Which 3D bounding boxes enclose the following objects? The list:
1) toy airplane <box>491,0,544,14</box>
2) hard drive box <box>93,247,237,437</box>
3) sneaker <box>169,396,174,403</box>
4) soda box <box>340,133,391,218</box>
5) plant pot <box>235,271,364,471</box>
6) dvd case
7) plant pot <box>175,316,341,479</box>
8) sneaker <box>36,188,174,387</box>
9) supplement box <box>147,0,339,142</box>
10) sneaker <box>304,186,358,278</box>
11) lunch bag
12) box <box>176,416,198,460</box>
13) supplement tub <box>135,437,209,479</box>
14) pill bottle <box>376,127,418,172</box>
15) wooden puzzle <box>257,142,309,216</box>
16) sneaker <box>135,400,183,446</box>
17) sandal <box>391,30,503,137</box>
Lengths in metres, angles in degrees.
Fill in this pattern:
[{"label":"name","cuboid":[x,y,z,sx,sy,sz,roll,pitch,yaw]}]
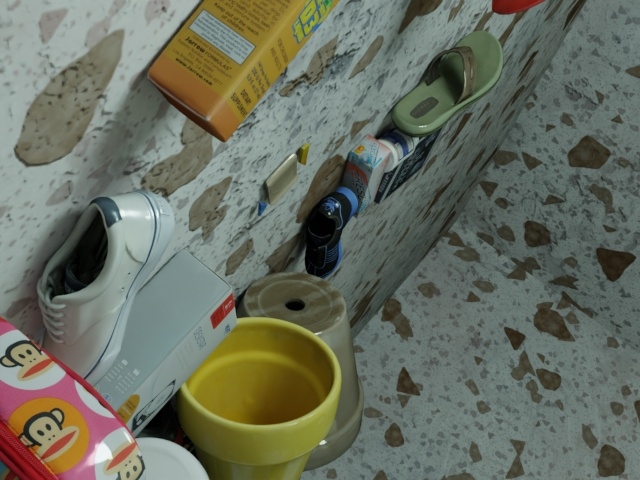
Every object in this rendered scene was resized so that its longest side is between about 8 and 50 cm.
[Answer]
[{"label":"toy airplane","cuboid":[0.365,-0.498,0.937,0.386,0.272,0.384,-58,174,-14]},{"label":"hard drive box","cuboid":[-0.225,0.146,1.029,0.232,0.089,0.181,-49,168,-18]},{"label":"sneaker","cuboid":[-0.241,0.211,1.215,0.054,0.061,0.152,-35,157,-49]},{"label":"soda box","cuboid":[0.081,-0.121,1.466,0.063,0.058,0.183,-47,166,-26]},{"label":"plant pot","cuboid":[-0.064,0.224,1.440,0.323,0.323,0.280,-39,144,-47]},{"label":"dvd case","cuboid":[0.220,-0.203,1.809,0.239,0.029,0.179,-41,163,-44]},{"label":"plant pot","cuboid":[-0.105,0.291,1.216,0.254,0.254,0.239,-39,145,-48]},{"label":"sneaker","cuboid":[-0.243,0.056,0.760,0.091,0.094,0.258,2,122,-53]},{"label":"supplement box","cuboid":[-0.052,-0.209,0.698,0.233,0.080,0.078,-54,170,-4]},{"label":"sneaker","cuboid":[0.000,0.000,1.477,0.090,0.081,0.232,-37,153,-43]},{"label":"lunch bag","cuboid":[-0.269,0.230,0.701,0.120,0.258,0.293,-40,162,-45]},{"label":"box","cuboid":[-0.227,0.384,1.522,0.191,0.184,0.045,-39,120,-49]},{"label":"supplement tub","cuboid":[-0.238,0.416,1.058,0.191,0.191,0.272,-44,153,-33]},{"label":"pill bottle","cuboid":[0.147,-0.186,1.503,0.120,0.067,0.067,-39,162,-47]},{"label":"wooden puzzle","cuboid":[-0.058,-0.093,1.145,0.116,0.014,0.078,-47,162,-24]},{"label":"sneaker","cuboid":[-0.325,0.315,1.131,0.276,0.098,0.135,-27,137,-41]},{"label":"sandal","cuboid":[0.253,-0.310,1.451,0.303,0.120,0.086,-46,152,-26]}]
